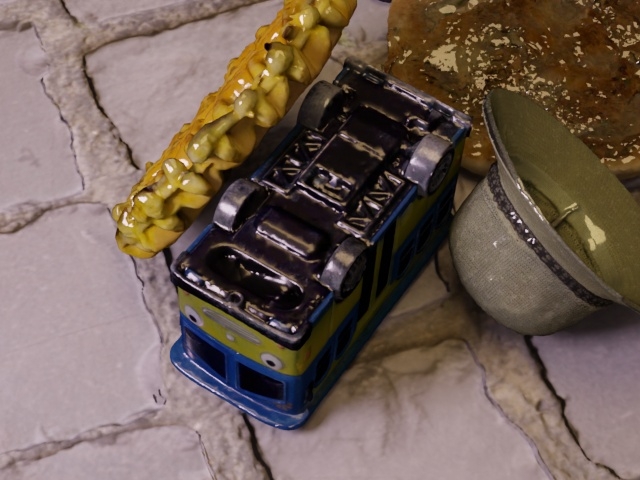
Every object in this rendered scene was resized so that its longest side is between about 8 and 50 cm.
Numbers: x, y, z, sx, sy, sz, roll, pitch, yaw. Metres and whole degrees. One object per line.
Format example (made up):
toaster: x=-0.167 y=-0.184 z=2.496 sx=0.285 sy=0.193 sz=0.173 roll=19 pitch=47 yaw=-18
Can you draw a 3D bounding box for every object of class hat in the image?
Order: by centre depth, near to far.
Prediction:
hat: x=0.186 y=0.005 z=1.574 sx=0.130 sy=0.257 sz=0.257 roll=-40 pitch=50 yaw=23

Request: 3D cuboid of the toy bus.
toy bus: x=0.000 y=0.000 z=1.567 sx=0.138 sy=0.175 sz=0.288 roll=29 pitch=57 yaw=16

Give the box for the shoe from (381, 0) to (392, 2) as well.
shoe: x=0.107 y=-0.318 z=1.901 sx=0.071 sy=0.049 sz=0.179 roll=36 pitch=60 yaw=26

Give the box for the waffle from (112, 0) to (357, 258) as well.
waffle: x=-0.079 y=-0.107 z=1.607 sx=0.062 sy=0.329 sz=0.329 roll=39 pitch=56 yaw=-10

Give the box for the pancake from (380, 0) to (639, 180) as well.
pancake: x=0.228 y=-0.186 z=1.789 sx=0.356 sy=0.065 sz=0.356 roll=2 pitch=52 yaw=-2
